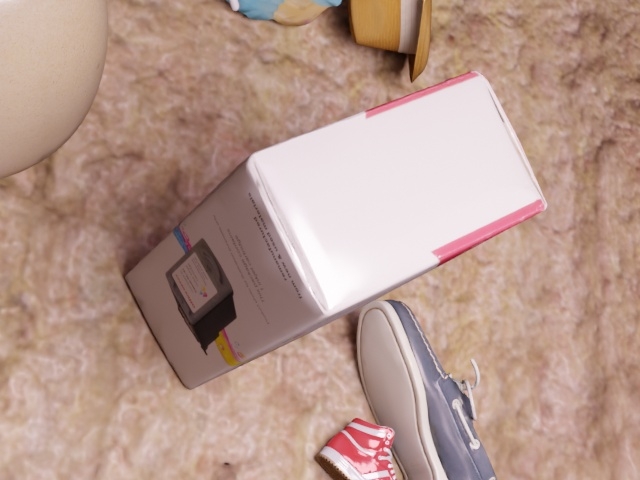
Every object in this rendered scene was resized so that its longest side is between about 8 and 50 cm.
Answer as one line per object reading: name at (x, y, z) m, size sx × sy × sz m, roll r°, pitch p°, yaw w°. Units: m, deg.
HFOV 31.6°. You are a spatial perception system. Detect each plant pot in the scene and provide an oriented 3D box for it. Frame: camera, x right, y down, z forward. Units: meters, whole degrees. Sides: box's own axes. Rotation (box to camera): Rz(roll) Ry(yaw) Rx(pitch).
plant pot at (-0.300, -0.211, 0.935) m, size 0.284 × 0.191 × 0.284 m, roll 8°, pitch 70°, yaw -22°

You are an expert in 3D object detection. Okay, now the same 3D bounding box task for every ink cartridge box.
ink cartridge box at (0.000, 0.000, 0.934) m, size 0.226 × 0.306 × 0.131 m, roll -25°, pitch 84°, yaw -29°

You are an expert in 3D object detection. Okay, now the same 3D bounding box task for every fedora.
fedora at (0.068, -0.258, 1.149) m, size 0.079 × 0.194 × 0.194 m, roll -1°, pitch 71°, yaw 0°

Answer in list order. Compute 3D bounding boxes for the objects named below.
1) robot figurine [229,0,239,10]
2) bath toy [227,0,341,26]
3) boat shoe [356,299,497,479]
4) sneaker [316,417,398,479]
robot figurine at (-0.154, -0.372, 0.980) m, size 0.200 × 0.300 × 0.353 m, roll -34°, pitch 85°, yaw -16°
bath toy at (-0.022, -0.398, 1.166) m, size 0.151 × 0.129 × 0.348 m, roll 29°, pitch 58°, yaw -48°
boat shoe at (0.110, 0.169, 1.048) m, size 0.079 × 0.095 × 0.254 m, roll -18°, pitch 82°, yaw -27°
sneaker at (0.059, 0.215, 1.039) m, size 0.118 × 0.042 × 0.067 m, roll 45°, pitch 63°, yaw -2°
